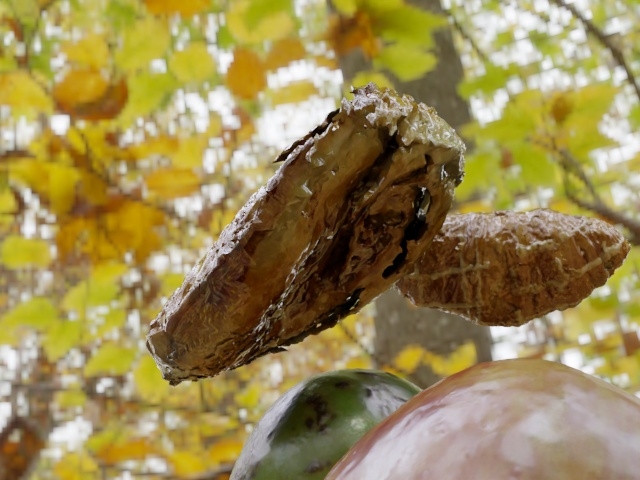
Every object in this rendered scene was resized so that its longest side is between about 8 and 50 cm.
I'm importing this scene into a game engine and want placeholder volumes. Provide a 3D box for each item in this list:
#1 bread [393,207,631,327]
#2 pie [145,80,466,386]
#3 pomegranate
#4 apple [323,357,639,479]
[{"bbox_3d":[0.145,0.026,1.413,0.233,0.076,0.105,0,-53,8],"label":"bread"},{"bbox_3d":[-0.001,-0.001,1.269,0.308,0.085,0.308,-37,-19,-15],"label":"pie"},{"bbox_3d":[0.042,0.215,1.301,0.211,0.263,0.211,-30,-43,-32],"label":"pomegranate"},{"bbox_3d":[0.112,0.215,1.001,0.277,0.250,0.309,39,-52,-21],"label":"apple"}]
